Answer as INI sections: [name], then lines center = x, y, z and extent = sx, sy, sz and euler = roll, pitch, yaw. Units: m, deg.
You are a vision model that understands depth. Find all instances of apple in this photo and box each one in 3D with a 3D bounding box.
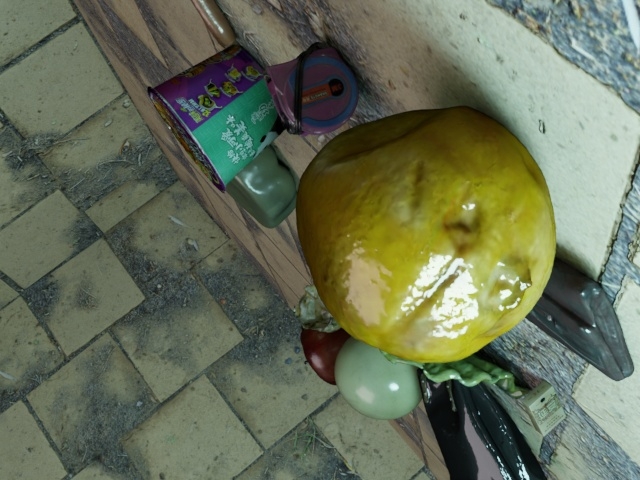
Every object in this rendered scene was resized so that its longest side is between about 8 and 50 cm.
[apple]
center = 0.055, 0.294, 2.294
extent = 0.234, 0.234, 0.234
euler = 50, 170, 13

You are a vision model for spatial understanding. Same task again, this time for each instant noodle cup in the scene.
[instant noodle cup]
center = -0.187, -0.247, 1.585
extent = 0.251, 0.190, 0.251
euler = 50, 171, 12

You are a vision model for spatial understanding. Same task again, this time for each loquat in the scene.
[loquat]
center = 0.105, -0.008, 0.874
extent = 0.284, 0.276, 0.276
euler = 16, 144, 56

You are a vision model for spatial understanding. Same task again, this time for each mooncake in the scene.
[mooncake]
center = -0.165, -0.161, 1.958
extent = 0.275, 0.135, 0.275
euler = 46, 169, 12

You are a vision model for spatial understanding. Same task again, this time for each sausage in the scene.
[sausage]
center = -0.212, -0.435, 1.480
extent = 0.186, 0.043, 0.043
euler = 57, 169, -28

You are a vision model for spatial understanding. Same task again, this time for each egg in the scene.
[egg]
center = 0.148, 0.328, 2.005
extent = 0.219, 0.219, 0.269
euler = 55, 174, -18

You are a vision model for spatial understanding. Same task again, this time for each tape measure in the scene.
[tape measure]
center = -0.010, -0.210, 1.140
extent = 0.074, 0.118, 0.125
euler = -167, 58, -77

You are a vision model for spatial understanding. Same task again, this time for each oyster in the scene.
[oyster]
center = 0.013, 0.160, 2.186
extent = 0.294, 0.094, 0.166
euler = -6, 86, 64

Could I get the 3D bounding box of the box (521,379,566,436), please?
[box]
center = 0.363, 0.273, 1.324
extent = 0.024, 0.053, 0.083
euler = 38, 164, 53

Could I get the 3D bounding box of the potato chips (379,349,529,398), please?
[potato chips]
center = 0.182, 0.142, 1.433
extent = 0.389, 0.097, 0.373
euler = 44, -168, 30

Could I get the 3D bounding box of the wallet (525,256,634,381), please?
[wallet]
center = 0.279, 0.068, 1.015
extent = 0.182, 0.049, 0.229
euler = 56, 171, -35

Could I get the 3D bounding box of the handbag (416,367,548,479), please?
[handbag]
center = 0.317, 0.391, 1.715
extent = 0.288, 0.152, 0.342
euler = 64, 166, -1
